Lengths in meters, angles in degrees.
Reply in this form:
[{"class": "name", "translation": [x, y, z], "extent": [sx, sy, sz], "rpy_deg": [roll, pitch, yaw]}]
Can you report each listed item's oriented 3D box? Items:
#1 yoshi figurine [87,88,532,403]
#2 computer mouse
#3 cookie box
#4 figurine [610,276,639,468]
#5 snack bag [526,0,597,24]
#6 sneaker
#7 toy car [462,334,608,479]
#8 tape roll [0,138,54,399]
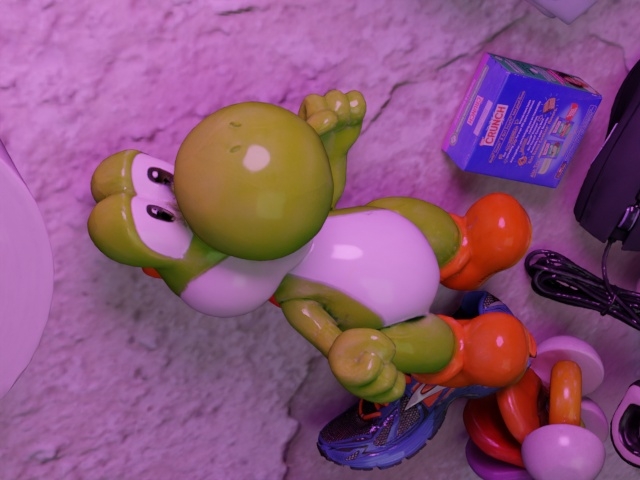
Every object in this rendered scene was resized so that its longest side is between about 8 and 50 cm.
[{"class": "yoshi figurine", "translation": [0.015, 0.000, 0.972], "extent": [0.362, 0.203, 0.203], "rpy_deg": [16, 109, -32]}, {"class": "computer mouse", "translation": [0.310, -0.027, 1.148], "extent": [0.184, 0.060, 0.262], "rpy_deg": [26, 110, 0]}, {"class": "cookie box", "translation": [0.166, -0.098, 1.091], "extent": [0.107, 0.040, 0.092], "rpy_deg": [9, 116, -34]}, {"class": "figurine", "translation": [0.390, 0.121, 1.308], "extent": [0.209, 0.092, 0.215], "rpy_deg": [9, 92, -46]}, {"class": "snack bag", "translation": [0.191, -0.287, 0.847], "extent": [0.323, 0.037, 0.342], "rpy_deg": [-40, 150, 27]}, {"class": "sneaker", "translation": [0.085, 0.120, 1.179], "extent": [0.221, 0.083, 0.087], "rpy_deg": [-36, 118, -11]}, {"class": "toy car", "translation": [0.204, 0.190, 1.258], "extent": [0.136, 0.159, 0.182], "rpy_deg": [-3, 130, 13]}, {"class": "tape roll", "translation": [-0.321, 0.019, 0.848], "extent": [0.286, 0.100, 0.286], "rpy_deg": [-15, 127, -21]}]
